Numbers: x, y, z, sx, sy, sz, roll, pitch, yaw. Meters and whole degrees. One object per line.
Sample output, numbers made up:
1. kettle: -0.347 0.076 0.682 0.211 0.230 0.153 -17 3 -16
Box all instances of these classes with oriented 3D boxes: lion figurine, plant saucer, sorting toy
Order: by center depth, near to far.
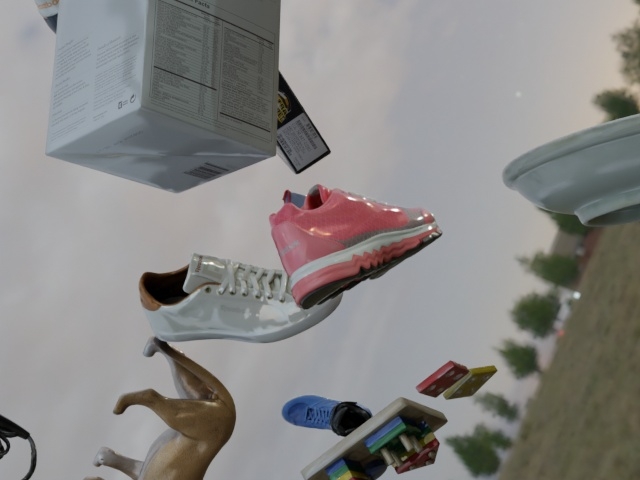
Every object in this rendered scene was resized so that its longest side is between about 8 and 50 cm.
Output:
1. sorting toy: 0.074 0.222 1.222 0.274 0.046 0.132 -39 -27 11
2. plant saucer: 0.455 -0.091 1.616 0.400 0.400 0.100 34 -134 -78
3. lion figurine: -0.220 0.336 1.821 0.142 0.240 0.392 -70 5 -63

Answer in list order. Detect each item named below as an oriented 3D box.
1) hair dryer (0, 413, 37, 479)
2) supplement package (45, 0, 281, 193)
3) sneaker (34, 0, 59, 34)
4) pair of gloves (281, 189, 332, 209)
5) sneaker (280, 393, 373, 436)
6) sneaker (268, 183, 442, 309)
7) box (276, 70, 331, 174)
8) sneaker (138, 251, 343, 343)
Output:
1. hair dryer: -0.486 0.194 1.415 0.224 0.293 0.080 12 -56 -45
2. supplement package: -0.182 -0.222 1.393 0.198 0.199 0.262 17 -113 -41
3. sneaker: -0.313 -0.425 1.688 0.127 0.126 0.321 51 -137 -39
4. pair of gloves: 0.000 0.000 2.086 0.023 0.159 0.198 -25 60 56
5. sneaker: 0.011 0.284 1.911 0.084 0.152 0.058 103 176 -85
6. sneaker: 0.048 -0.021 1.487 0.116 0.136 0.314 -35 -8 33
7. box: -0.117 -0.269 1.835 0.073 0.293 0.295 -32 23 -3
8. sneaker: -0.118 0.072 1.625 0.106 0.290 0.123 -86 -18 -45
